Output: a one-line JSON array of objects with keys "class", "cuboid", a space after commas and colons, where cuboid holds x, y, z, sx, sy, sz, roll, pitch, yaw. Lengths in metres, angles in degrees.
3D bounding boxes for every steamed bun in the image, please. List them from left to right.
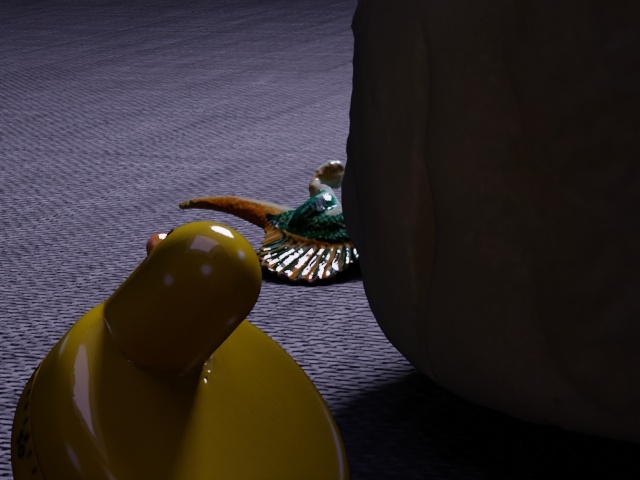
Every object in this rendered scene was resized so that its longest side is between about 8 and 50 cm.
[{"class": "steamed bun", "cuboid": [0.136, -0.061, 0.741, 0.236, 0.247, 0.383, 6, 16, 23]}]

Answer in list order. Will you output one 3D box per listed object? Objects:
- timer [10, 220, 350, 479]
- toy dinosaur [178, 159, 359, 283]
[{"class": "timer", "cuboid": [-0.037, 0.059, 0.525, 0.107, 0.107, 0.109, -18, -23, -52]}, {"class": "toy dinosaur", "cuboid": [-0.001, -0.003, 0.981, 0.187, 0.044, 0.106, 2, 28, 10]}]
